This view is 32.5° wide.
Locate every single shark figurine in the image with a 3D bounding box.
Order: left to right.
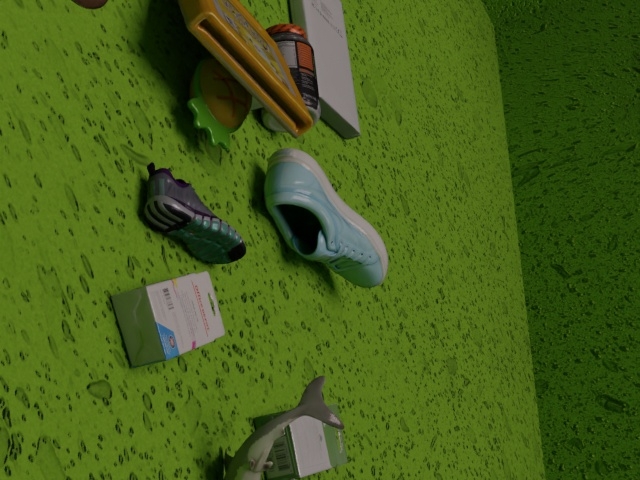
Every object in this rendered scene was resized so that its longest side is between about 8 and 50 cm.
[{"bbox_3d":[-0.097,0.314,1.596,0.166,0.278,0.116,21,9,-29],"label":"shark figurine"}]

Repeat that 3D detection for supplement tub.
[{"bbox_3d":[-0.064,-0.314,2.117,0.117,0.117,0.191,36,43,-57],"label":"supplement tub"}]

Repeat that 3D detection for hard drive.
[{"bbox_3d":[0.006,-0.428,2.457,0.233,0.047,0.353,34,44,-59],"label":"hard drive"}]

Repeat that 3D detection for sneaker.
[{"bbox_3d":[-0.187,-0.042,1.688,0.223,0.083,0.098,40,35,-53],"label":"sneaker"},{"bbox_3d":[0.000,0.000,2.065,0.366,0.135,0.150,47,41,-33],"label":"sneaker"}]

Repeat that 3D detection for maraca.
[{"bbox_3d":[-0.171,-0.232,1.829,0.127,0.099,0.186,47,36,-29],"label":"maraca"}]

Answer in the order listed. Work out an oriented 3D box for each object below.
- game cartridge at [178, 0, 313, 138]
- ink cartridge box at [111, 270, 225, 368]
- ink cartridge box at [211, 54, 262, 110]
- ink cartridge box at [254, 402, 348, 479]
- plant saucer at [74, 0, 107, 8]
[{"bbox_3d":[-0.141,-0.351,1.859,0.285,0.052,0.324,44,17,-37],"label":"game cartridge"},{"bbox_3d":[-0.211,0.108,1.549,0.181,0.061,0.104,-15,89,-68],"label":"ink cartridge box"},{"bbox_3d":[-0.144,-0.299,2.001,0.122,0.052,0.089,23,54,-61],"label":"ink cartridge box"},{"bbox_3d":[-0.028,0.335,1.829,0.209,0.062,0.109,10,66,-66],"label":"ink cartridge box"},{"bbox_3d":[-0.354,-0.443,1.620,0.198,0.036,0.199,49,32,-46],"label":"plant saucer"}]
